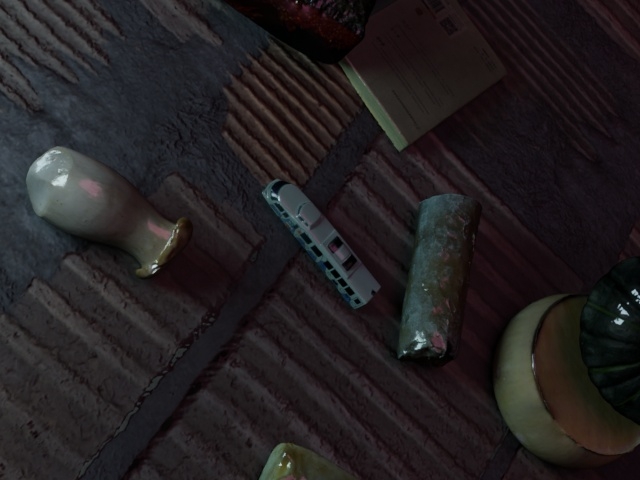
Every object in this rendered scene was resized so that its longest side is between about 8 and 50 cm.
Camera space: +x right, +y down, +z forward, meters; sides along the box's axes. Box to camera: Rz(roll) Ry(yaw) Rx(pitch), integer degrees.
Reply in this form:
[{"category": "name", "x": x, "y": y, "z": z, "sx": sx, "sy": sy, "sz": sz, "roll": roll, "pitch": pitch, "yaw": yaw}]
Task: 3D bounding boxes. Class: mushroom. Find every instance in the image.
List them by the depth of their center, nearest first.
[{"category": "mushroom", "x": -0.255, "y": -0.033, "z": 1.402, "sx": 0.212, "sy": 0.088, "sz": 0.097, "roll": 37, "pitch": 65, "yaw": -23}, {"category": "mushroom", "x": 0.060, "y": 0.359, "z": 1.457, "sx": 0.312, "sy": 0.081, "sz": 0.100, "roll": 31, "pitch": 54, "yaw": -14}]

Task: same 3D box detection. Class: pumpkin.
[{"category": "pumpkin", "x": 0.479, "y": 0.137, "z": 1.615, "sx": 0.250, "sy": 0.216, "sz": 0.249, "roll": 0, "pitch": 80, "yaw": 0}]

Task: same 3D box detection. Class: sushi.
[{"category": "sushi", "x": -0.033, "y": -0.354, "z": 1.635, "sx": 0.225, "sy": 0.136, "sz": 0.126, "roll": 31, "pitch": 80, "yaw": -20}]

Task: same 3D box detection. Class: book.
[{"category": "book", "x": 0.154, "y": -0.284, "z": 1.799, "sx": 0.283, "sy": 0.025, "sz": 0.215, "roll": -34, "pitch": 90, "yaw": -37}]

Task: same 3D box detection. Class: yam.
[{"category": "yam", "x": 0.167, "y": 0.056, "z": 1.635, "sx": 0.093, "sy": 0.093, "sz": 0.259, "roll": 24, "pitch": 60, "yaw": -23}]

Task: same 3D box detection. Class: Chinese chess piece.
[{"category": "Chinese chess piece", "x": 0.372, "y": 0.203, "z": 1.698, "sx": 0.257, "sy": 0.104, "sz": 0.257, "roll": 12, "pitch": 65, "yaw": -28}]

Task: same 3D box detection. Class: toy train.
[{"category": "toy train", "x": 0.000, "y": 0.000, "z": 1.577, "sx": 0.207, "sy": 0.047, "sz": 0.043, "roll": 50, "pitch": 52, "yaw": -8}]
